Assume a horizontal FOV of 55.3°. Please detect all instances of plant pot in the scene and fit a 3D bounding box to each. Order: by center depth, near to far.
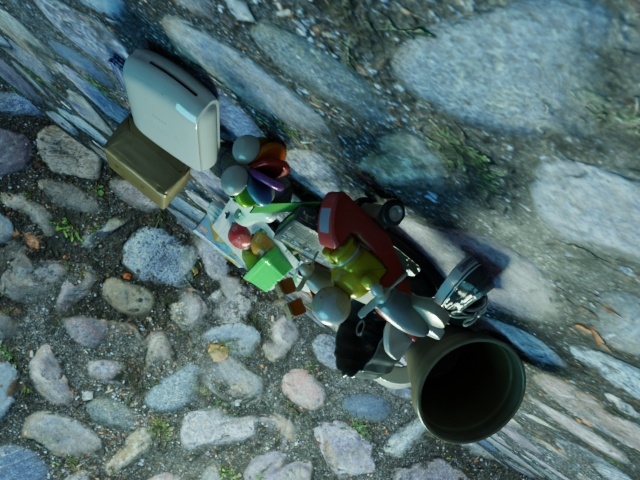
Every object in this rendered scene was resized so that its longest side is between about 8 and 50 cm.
[{"bbox_3d":[0.388,0.379,1.796,0.323,0.323,0.280,42,-177,-20],"label":"plant pot"}]

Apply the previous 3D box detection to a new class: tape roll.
[{"bbox_3d":[0.273,0.392,2.154,0.246,0.246,0.169,34,167,14],"label":"tape roll"}]

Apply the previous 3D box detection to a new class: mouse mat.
[{"bbox_3d":[-0.098,-0.093,1.708,0.190,0.007,0.152,-4,174,-14],"label":"mouse mat"}]

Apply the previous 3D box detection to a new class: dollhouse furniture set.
[{"bbox_3d":[-0.016,0.088,1.896,0.135,0.262,0.259,118,130,-74],"label":"dollhouse furniture set"}]

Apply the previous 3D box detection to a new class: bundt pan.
[{"bbox_3d":[0.178,0.295,1.959,0.124,0.330,0.331,21,172,-20],"label":"bundt pan"}]

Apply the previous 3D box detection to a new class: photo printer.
[{"bbox_3d":[-0.376,-0.335,1.567,0.256,0.107,0.307,36,157,5],"label":"photo printer"}]

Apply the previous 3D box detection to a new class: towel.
[{"bbox_3d":[-0.473,-0.401,1.832,0.336,0.040,0.243,38,168,2],"label":"towel"}]

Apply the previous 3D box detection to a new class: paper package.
[{"bbox_3d":[-0.675,-0.294,2.393,0.309,0.168,0.325,40,167,-7],"label":"paper package"}]

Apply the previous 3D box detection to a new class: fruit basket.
[{"bbox_3d":[-0.244,0.006,2.322,0.353,0.165,0.327,52,145,5],"label":"fruit basket"}]

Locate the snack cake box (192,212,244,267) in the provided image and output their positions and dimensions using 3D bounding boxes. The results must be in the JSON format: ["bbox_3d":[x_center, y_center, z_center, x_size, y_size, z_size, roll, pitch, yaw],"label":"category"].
[{"bbox_3d":[-0.403,-0.020,2.662,0.264,0.152,0.089,39,166,-12],"label":"snack cake box"}]

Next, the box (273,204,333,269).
[{"bbox_3d":[0.000,0.000,1.756,0.233,0.059,0.183,29,154,-12],"label":"box"}]

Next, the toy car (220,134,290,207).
[{"bbox_3d":[-0.141,-0.161,1.492,0.136,0.182,0.159,19,177,36],"label":"toy car"}]

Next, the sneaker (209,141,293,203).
[{"bbox_3d":[-0.208,-0.176,1.762,0.297,0.111,0.129,35,171,12],"label":"sneaker"}]

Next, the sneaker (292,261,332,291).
[{"bbox_3d":[-0.041,0.119,2.264,0.152,0.114,0.305,24,164,-26],"label":"sneaker"}]

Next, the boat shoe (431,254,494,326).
[{"bbox_3d":[0.337,0.135,1.415,0.105,0.113,0.306,48,161,18],"label":"boat shoe"}]

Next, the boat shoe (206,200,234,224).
[{"bbox_3d":[-0.328,-0.054,2.472,0.302,0.094,0.109,44,127,-12],"label":"boat shoe"}]

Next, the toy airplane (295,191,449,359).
[{"bbox_3d":[0.104,0.118,1.382,0.384,0.272,0.386,48,155,22],"label":"toy airplane"}]

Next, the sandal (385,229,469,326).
[{"bbox_3d":[0.228,0.105,1.594,0.446,0.107,0.167,42,166,-19],"label":"sandal"}]

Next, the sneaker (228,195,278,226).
[{"bbox_3d":[-0.256,-0.125,2.057,0.151,0.094,0.256,37,158,-28],"label":"sneaker"}]
